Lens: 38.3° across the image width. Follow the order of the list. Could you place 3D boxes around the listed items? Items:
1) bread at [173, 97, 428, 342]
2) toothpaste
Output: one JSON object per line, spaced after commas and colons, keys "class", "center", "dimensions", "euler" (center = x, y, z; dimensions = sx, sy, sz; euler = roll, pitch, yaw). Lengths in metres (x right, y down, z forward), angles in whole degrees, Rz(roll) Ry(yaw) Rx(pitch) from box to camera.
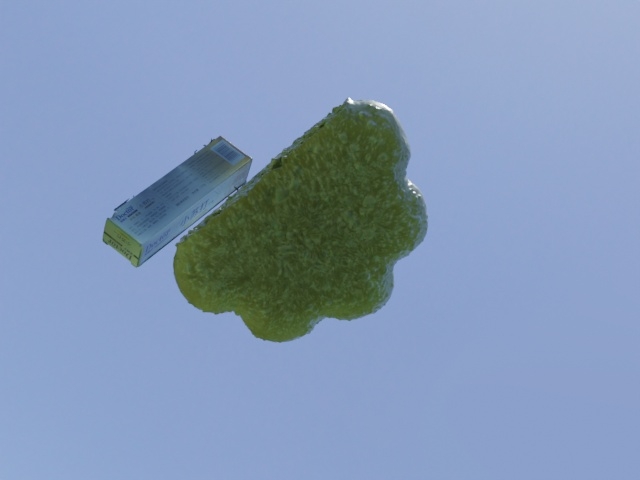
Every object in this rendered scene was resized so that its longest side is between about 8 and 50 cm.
{"class": "bread", "center": [0.000, 0.000, 0.946], "dimensions": [0.286, 0.056, 0.207], "euler": [-43, -70, 8]}
{"class": "toothpaste", "center": [-0.244, -0.075, 1.616], "dimensions": [0.089, 0.313, 0.071], "euler": [37, -43, 11]}
